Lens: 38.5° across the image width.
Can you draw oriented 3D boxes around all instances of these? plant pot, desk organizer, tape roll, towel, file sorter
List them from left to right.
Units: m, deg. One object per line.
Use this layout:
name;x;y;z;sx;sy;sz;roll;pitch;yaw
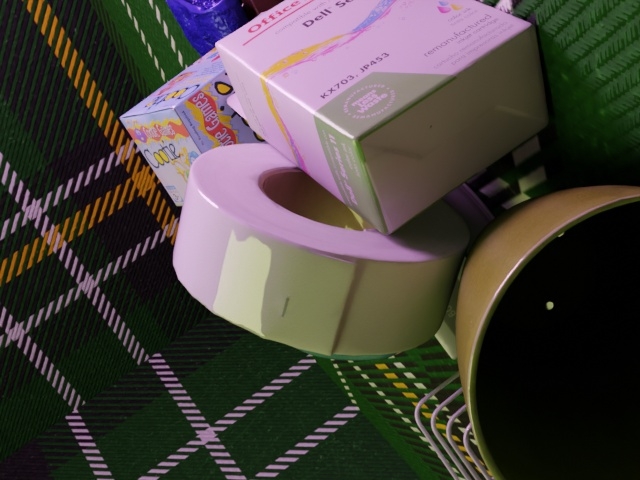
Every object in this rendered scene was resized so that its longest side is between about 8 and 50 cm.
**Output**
towel;-0.131;-0.264;1.449;0.308;0.076;0.227;60;171;-32
desk organizer;-0.100;-0.356;1.375;0.050;0.047;0.130;63;166;-24
tape roll;0.000;0.000;0.914;0.286;0.286;0.100;42;124;47
file sorter;0.284;0.285;1.323;0.193;0.173;0.277;56;168;-7
plant pot;0.229;0.066;0.806;0.275;0.275;0.293;58;-177;-14

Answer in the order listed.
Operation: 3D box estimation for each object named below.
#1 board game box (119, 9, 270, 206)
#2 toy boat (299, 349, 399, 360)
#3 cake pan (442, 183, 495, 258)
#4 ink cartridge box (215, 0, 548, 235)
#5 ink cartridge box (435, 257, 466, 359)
board game box;-0.093;-0.180;1.193;0.144;0.275;0.142;2;129;52
toy boat;-0.009;0.060;1.391;0.267;0.148;0.318;0;123;29
cake pan;0.181;0.014;1.271;0.293;0.054;0.293;51;167;16
ink cartridge box;0.035;-0.175;0.942;0.353;0.207;0.119;41;160;48
ink cartridge box;0.113;-0.007;1.234;0.308;0.091;0.385;54;-175;3
